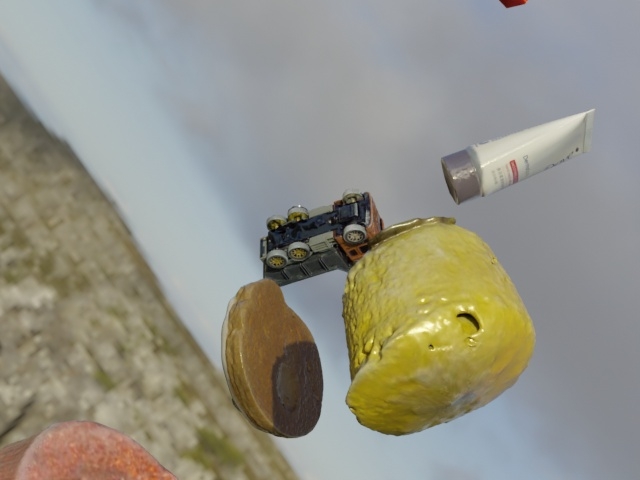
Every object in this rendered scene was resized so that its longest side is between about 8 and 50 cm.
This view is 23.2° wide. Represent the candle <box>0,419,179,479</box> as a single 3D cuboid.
[{"bbox_3d":[-0.197,0.340,1.547,0.287,0.131,0.317,6,70,-43],"label":"candle"}]

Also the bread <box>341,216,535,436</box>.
[{"bbox_3d":[0.105,0.090,1.508,0.197,0.197,0.171,62,8,-53],"label":"bread"}]

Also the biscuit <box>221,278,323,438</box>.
[{"bbox_3d":[-0.064,0.159,1.970,0.208,0.049,0.181,54,37,-40],"label":"biscuit"}]

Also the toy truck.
[{"bbox_3d":[0.000,0.000,2.261,0.092,0.192,0.083,54,25,-44],"label":"toy truck"}]

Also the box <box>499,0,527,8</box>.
[{"bbox_3d":[0.247,-0.382,1.954,0.100,0.152,0.048,39,-20,-24],"label":"box"}]

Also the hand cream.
[{"bbox_3d":[0.317,-0.132,2.461,0.133,0.247,0.083,71,-2,-66],"label":"hand cream"}]
